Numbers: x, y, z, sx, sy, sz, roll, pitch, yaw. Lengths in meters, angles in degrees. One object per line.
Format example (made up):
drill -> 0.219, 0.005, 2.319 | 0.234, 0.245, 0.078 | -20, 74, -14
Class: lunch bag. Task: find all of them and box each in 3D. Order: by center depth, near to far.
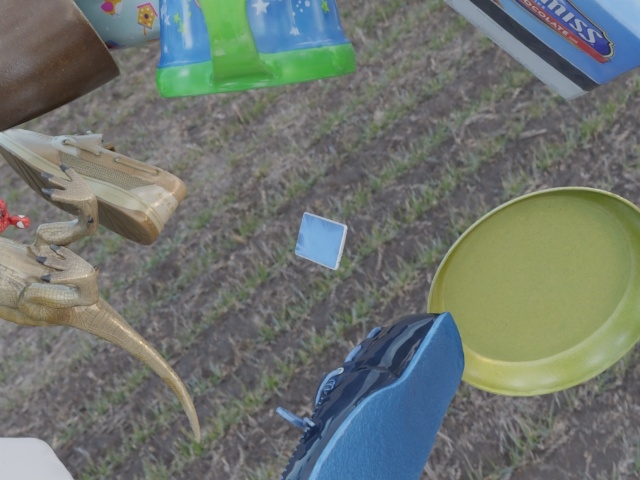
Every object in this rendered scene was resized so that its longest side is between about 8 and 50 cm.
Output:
lunch bag -> -0.237, -0.369, 1.142 | 0.224, 0.160, 0.262 | -4, 23, 29

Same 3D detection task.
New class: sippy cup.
sippy cup -> -0.087, -0.289, 0.922 | 0.240, 0.223, 0.306 | -16, 16, -29

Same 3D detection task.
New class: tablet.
tablet -> 0.000, 0.000, 0.959 | 0.083, 0.006, 0.054 | 20, 99, 51

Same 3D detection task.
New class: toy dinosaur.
toy dinosaur -> -0.117, 0.018, 0.344 | 0.092, 0.183, 0.053 | -53, 16, 47

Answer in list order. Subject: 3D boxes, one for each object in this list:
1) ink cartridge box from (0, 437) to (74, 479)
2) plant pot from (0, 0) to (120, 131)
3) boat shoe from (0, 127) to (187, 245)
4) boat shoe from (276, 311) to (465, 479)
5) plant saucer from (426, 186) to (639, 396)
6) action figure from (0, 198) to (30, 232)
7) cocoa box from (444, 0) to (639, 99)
ink cartridge box -> -0.410, 0.453, 0.905 | 0.279, 0.160, 0.384 | 37, 98, 33
plant pot -> -0.422, -0.235, 1.057 | 0.230, 0.215, 0.215 | -41, 40, -10
boat shoe -> -0.354, -0.103, 1.235 | 0.341, 0.121, 0.110 | 26, 65, 22
boat shoe -> 0.034, 0.142, 0.620 | 0.089, 0.108, 0.258 | -8, 13, 32
plant saucer -> 0.219, 0.049, 0.800 | 0.241, 0.240, 0.037 | -25, 28, 5
action figure -> -0.280, -0.026, 0.617 | 0.030, 0.115, 0.038 | -23, 60, 45
cocoa box -> 0.269, -0.334, 0.686 | 0.347, 0.231, 0.228 | -50, 2, 1
